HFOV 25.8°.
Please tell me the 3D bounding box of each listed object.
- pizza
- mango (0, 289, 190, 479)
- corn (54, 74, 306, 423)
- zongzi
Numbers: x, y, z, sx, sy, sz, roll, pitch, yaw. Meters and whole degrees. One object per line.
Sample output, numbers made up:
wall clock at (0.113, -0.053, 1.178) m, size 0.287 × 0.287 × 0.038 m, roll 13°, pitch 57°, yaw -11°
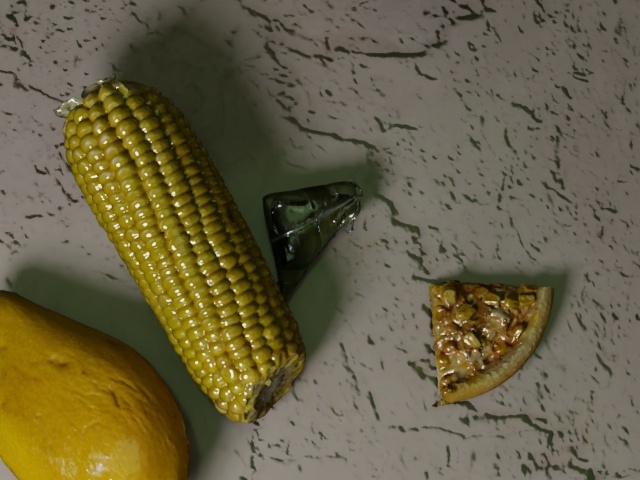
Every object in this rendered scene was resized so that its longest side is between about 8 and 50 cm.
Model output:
pizza at (0.168, 0.089, 1.479) m, size 0.178 × 0.041 × 0.131 m, roll -32°, pitch 79°, yaw -7°
mango at (-0.247, 0.177, 1.418) m, size 0.317 × 0.119 × 0.176 m, roll 44°, pitch 88°, yaw 12°
corn at (-0.138, 0.001, 1.447) m, size 0.144 × 0.144 × 0.387 m, roll -33°, pitch 83°, yaw -7°
zongzi at (0.000, 0.000, 1.494) m, size 0.109 × 0.055 × 0.119 m, roll -11°, pitch 90°, yaw -5°
